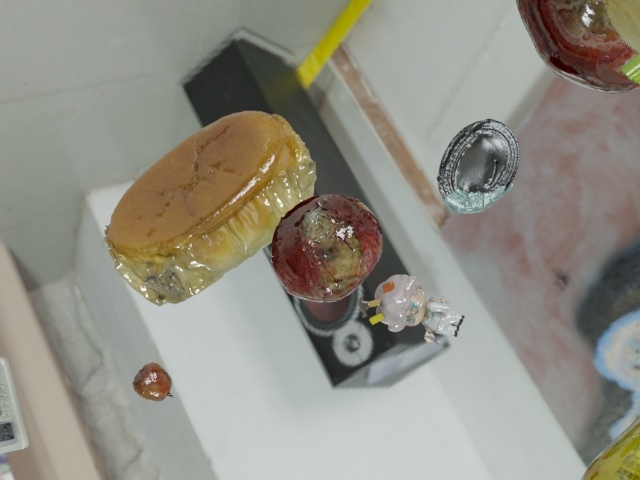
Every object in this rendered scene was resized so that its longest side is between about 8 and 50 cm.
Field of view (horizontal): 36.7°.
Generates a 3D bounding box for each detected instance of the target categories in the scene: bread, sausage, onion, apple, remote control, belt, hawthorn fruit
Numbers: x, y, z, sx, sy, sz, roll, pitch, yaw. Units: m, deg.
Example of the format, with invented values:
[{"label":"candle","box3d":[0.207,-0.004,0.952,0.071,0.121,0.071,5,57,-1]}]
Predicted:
[{"label":"bread","box3d":[-0.196,-0.066,1.679,0.389,0.236,0.183,-38,127,-7]},{"label":"sausage","box3d":[0.442,0.291,1.252,0.347,0.123,0.123,-22,160,-44]},{"label":"onion","box3d":[0.000,0.000,1.479,0.184,0.184,0.147,-30,144,2]},{"label":"apple","box3d":[0.537,-0.460,1.841,0.295,0.328,0.365,2,-146,31]},{"label":"remote control","box3d":[-0.639,0.326,1.907,0.088,0.190,0.029,-13,180,11]},{"label":"belt","box3d":[0.315,-0.141,1.927,0.198,0.151,0.078,-58,173,2]},{"label":"hawthorn fruit","box3d":[-0.322,0.274,1.858,0.077,0.077,0.077,-25,158,-11]}]

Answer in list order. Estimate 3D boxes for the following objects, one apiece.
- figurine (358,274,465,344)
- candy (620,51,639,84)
[{"label":"figurine","box3d":[0.204,0.146,2.127,0.112,0.229,0.137,-53,161,-61]},{"label":"candy","box3d":[0.432,-0.141,0.982,0.149,0.246,0.069,-28,146,-14]}]
